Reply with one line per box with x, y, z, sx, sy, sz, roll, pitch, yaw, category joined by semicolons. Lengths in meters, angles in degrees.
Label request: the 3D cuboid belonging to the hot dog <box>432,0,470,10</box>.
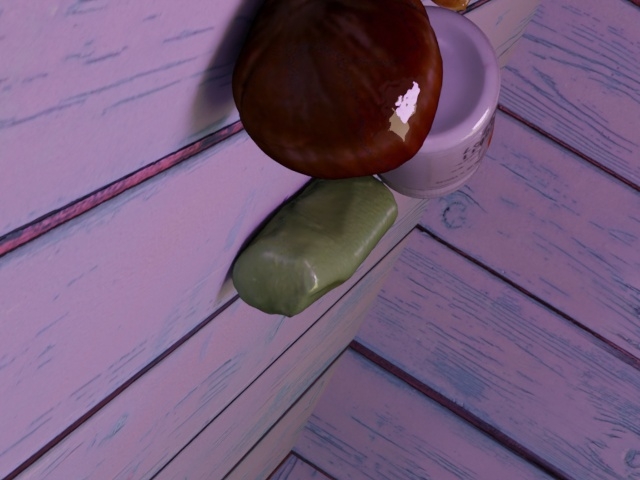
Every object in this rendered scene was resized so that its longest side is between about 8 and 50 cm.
0.245;-0.468;2.015;0.289;0.083;0.068;-60;-170;13;hot dog

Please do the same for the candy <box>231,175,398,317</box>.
0.000;0.000;2.053;0.132;0.142;0.343;-49;177;33;candy

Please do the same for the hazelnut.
0.017;-0.183;1.409;0.229;0.229;0.229;-56;171;-14;hazelnut

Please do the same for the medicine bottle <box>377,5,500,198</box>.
0.151;-0.186;2.005;0.211;0.211;0.371;-57;171;-5;medicine bottle
